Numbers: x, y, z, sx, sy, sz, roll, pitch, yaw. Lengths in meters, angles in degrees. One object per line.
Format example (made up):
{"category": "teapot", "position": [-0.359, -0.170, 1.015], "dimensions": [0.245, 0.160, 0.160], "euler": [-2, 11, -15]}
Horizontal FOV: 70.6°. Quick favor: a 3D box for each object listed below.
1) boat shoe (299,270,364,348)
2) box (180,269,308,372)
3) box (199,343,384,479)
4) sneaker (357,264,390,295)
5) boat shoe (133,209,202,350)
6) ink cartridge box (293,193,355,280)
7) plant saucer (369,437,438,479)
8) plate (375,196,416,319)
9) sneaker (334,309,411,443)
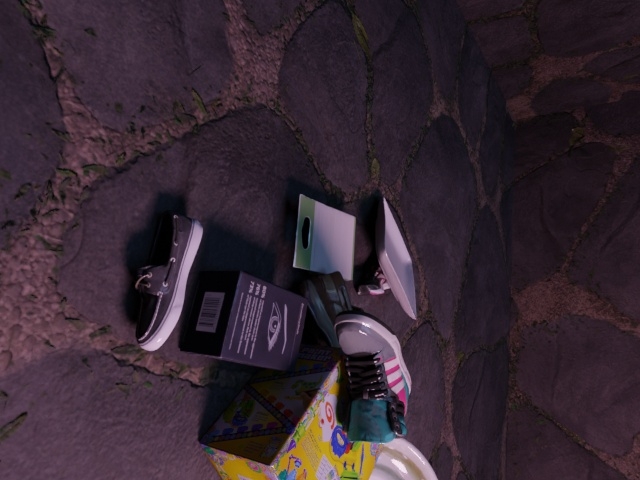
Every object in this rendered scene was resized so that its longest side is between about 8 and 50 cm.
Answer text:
{"category": "boat shoe", "position": [0.064, 0.211, 1.074], "dimensions": [0.117, 0.123, 0.324], "euler": [-28, 120, -5]}
{"category": "box", "position": [-0.133, 0.155, 0.847], "dimensions": [0.207, 0.108, 0.153], "euler": [33, 61, -49]}
{"category": "box", "position": [-0.035, 0.410, 0.907], "dimensions": [0.279, 0.177, 0.289], "euler": [-45, 123, -46]}
{"category": "sneaker", "position": [0.151, 0.112, 1.291], "dimensions": [0.178, 0.072, 0.077], "euler": [-10, 88, -65]}
{"category": "boat shoe", "position": [-0.254, 0.054, 0.714], "dimensions": [0.076, 0.080, 0.228], "euler": [36, 58, -41]}
{"category": "ink cartridge box", "position": [0.000, 0.000, 1.088], "dimensions": [0.235, 0.056, 0.171], "euler": [17, 74, -50]}
{"category": "plant saucer", "position": [0.130, 0.684, 1.110], "dimensions": [0.401, 0.100, 0.400], "euler": [13, 62, -26]}
{"category": "plate", "position": [0.217, 0.052, 1.336], "dimensions": [0.278, 0.045, 0.277], "euler": [-81, 149, -53]}
{"category": "sneaker", "position": [0.089, 0.281, 0.848], "dimensions": [0.295, 0.124, 0.178], "euler": [60, 33, -34]}
